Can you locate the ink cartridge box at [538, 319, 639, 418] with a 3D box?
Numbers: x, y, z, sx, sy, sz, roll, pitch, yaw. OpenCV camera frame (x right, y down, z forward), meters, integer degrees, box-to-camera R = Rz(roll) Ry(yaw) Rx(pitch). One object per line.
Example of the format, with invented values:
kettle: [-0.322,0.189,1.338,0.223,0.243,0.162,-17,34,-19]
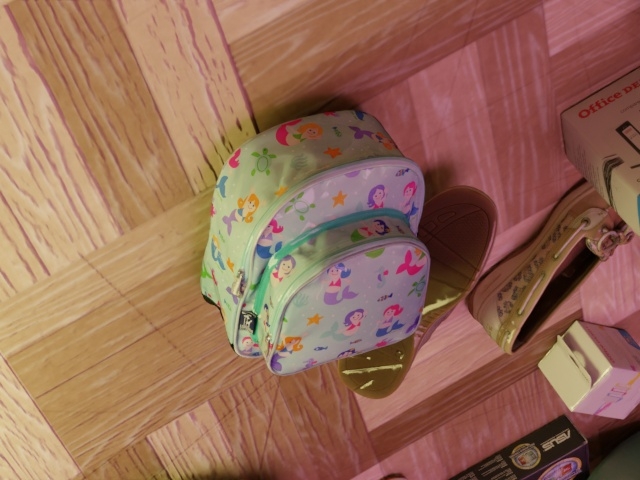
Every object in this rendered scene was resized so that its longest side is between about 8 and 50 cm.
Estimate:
ink cartridge box: [0.375,0.176,2.171,0.143,0.092,0.090,13,123,-43]

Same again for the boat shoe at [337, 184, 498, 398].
boat shoe: [0.116,0.049,1.838,0.302,0.109,0.098,-63,175,31]

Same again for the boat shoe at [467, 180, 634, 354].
boat shoe: [0.311,0.022,1.954,0.285,0.089,0.104,-46,142,13]

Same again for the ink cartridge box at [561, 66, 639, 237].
ink cartridge box: [0.387,-0.095,1.793,0.148,0.203,0.086,-30,141,-7]

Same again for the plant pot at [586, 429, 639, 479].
plant pot: [0.487,0.401,2.386,0.234,0.165,0.165,-18,130,-39]

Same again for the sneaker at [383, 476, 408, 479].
sneaker: [0.080,0.444,2.204,0.087,0.128,0.221,1,129,-38]

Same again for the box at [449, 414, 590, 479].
box: [0.271,0.395,2.355,0.270,0.060,0.216,-28,143,-11]

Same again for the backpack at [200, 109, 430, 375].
backpack: [0.000,0.000,1.623,0.225,0.191,0.253,-15,133,-24]
